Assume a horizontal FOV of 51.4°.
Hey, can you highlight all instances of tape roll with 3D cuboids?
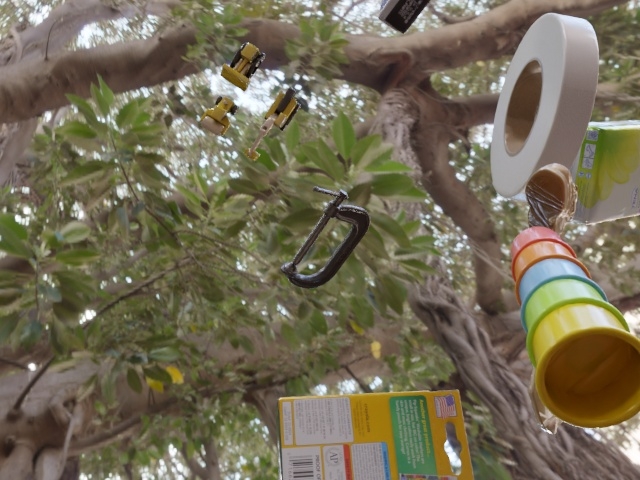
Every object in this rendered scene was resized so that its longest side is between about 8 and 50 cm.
[{"bbox_3d":[0.457,-0.272,1.401,0.071,0.392,0.392,10,-71,-4],"label":"tape roll"}]

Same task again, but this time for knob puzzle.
[{"bbox_3d":[0.399,0.246,1.176,0.213,0.030,0.213,-1,-88,-53],"label":"knob puzzle"}]

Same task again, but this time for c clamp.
[{"bbox_3d":[0.000,0.000,0.868,0.137,0.022,0.161,5,-56,-46],"label":"c clamp"}]

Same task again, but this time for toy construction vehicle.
[{"bbox_3d":[-0.070,-0.140,0.665,0.086,0.035,0.098,36,-94,-1],"label":"toy construction vehicle"}]

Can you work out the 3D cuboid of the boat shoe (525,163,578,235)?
[{"bbox_3d":[0.324,-0.061,0.921,0.059,0.063,0.170,-44,-27,-12],"label":"boat shoe"}]

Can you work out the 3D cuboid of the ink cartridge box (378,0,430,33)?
[{"bbox_3d":[0.218,-0.540,1.159,0.072,0.307,0.304,32,-56,-12],"label":"ink cartridge box"}]

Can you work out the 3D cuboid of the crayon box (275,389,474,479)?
[{"bbox_3d":[0.089,0.372,1.144,0.322,0.203,0.083,-1,-27,-7],"label":"crayon box"}]

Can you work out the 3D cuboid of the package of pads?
[{"bbox_3d":[0.684,-0.162,1.566,0.296,0.101,0.229,-8,-70,-34],"label":"package of pads"}]

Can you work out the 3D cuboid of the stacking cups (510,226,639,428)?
[{"bbox_3d":[0.240,0.056,0.679,0.095,0.316,0.096,2,-69,6],"label":"stacking cups"}]
